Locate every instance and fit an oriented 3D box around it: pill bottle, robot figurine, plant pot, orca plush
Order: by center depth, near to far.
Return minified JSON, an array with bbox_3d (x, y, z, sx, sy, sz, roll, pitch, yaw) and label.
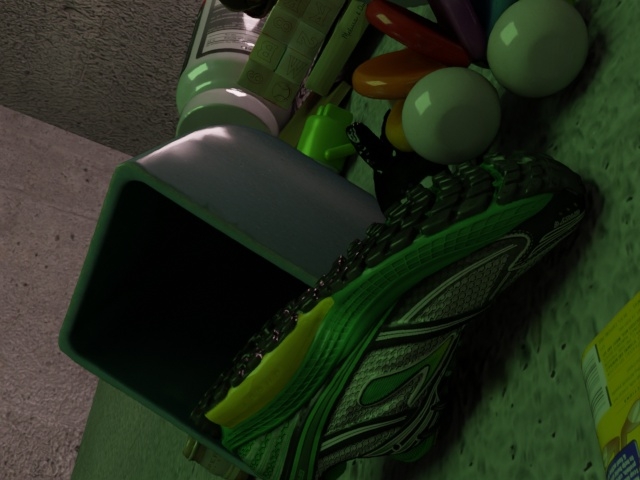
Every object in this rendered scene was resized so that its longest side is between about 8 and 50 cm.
[{"bbox_3d":[0.079,-0.105,0.837,0.151,0.102,0.287,-48,26,52],"label":"orca plush"},{"bbox_3d":[-0.066,0.025,0.905,0.247,0.247,0.252,-62,-5,36],"label":"plant pot"},{"bbox_3d":[0.003,-0.117,1.173,0.101,0.067,0.115,2,72,65],"label":"robot figurine"},{"bbox_3d":[-0.148,-0.294,1.642,0.210,0.210,0.363,-53,22,44],"label":"pill bottle"}]

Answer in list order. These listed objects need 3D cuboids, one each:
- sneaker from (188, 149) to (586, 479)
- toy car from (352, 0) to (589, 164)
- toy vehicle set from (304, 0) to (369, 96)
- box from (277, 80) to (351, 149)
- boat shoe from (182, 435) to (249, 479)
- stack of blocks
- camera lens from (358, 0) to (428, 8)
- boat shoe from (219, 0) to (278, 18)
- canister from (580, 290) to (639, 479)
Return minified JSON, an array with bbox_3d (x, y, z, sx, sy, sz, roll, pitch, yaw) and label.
[{"bbox_3d":[0.062,0.067,0.666,0.343,0.146,0.134,-44,5,27],"label":"sneaker"},{"bbox_3d":[0.105,-0.159,0.705,0.182,0.136,0.159,-38,22,11],"label":"toy car"},{"bbox_3d":[0.065,-0.348,1.271,0.267,0.035,0.166,-56,11,39],"label":"toy vehicle set"},{"bbox_3d":[-0.041,-0.149,1.347,0.201,0.021,0.164,-53,16,-6],"label":"box"},{"bbox_3d":[-0.139,0.218,1.175,0.285,0.089,0.105,-146,77,-74],"label":"boat shoe"},{"bbox_3d":[-0.012,-0.359,1.342,0.297,0.087,0.171,-60,8,21],"label":"stack of blocks"},{"bbox_3d":[0.094,-0.424,0.982,0.219,0.219,0.274,-42,31,59],"label":"camera lens"},{"bbox_3d":[-0.103,-0.392,1.321,0.342,0.123,0.123,-102,33,-85],"label":"boat shoe"},{"bbox_3d":[0.168,0.089,0.352,0.126,0.073,0.170,-57,18,37],"label":"canister"}]
